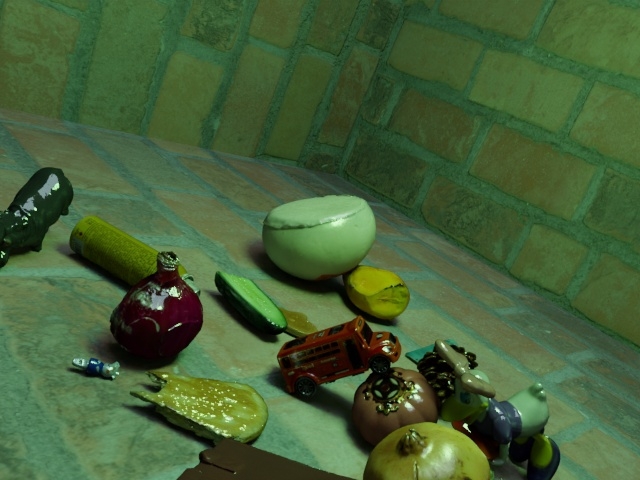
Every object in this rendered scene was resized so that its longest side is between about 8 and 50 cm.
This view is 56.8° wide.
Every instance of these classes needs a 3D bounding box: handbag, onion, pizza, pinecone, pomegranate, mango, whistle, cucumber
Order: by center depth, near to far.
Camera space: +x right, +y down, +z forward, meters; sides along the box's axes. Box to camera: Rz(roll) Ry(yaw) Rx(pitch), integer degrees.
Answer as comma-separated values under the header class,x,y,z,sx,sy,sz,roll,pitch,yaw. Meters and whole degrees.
class,x,y,z,sx,sy,sz,roll,pitch,yaw
handbag,-0.081,0.382,0.808,0.275,0.084,0.260,11,11,15
pomegranate,0.173,0.400,0.971,0.209,0.209,0.209,21,16,-6
whistle,-0.404,0.226,1.067,0.083,0.029,0.033,21,48,-22
pizza,-0.215,0.301,1.070,0.261,0.034,0.181,18,16,-18
onion,-0.308,0.127,1.177,0.139,0.218,0.195,31,19,24
pinecone,0.312,0.339,1.454,0.173,0.174,0.174,21,16,-6
cucumber,-0.174,0.169,1.498,0.115,0.063,0.244,14,17,-45
mango,0.166,0.153,1.889,0.187,0.138,0.257,-5,19,-15

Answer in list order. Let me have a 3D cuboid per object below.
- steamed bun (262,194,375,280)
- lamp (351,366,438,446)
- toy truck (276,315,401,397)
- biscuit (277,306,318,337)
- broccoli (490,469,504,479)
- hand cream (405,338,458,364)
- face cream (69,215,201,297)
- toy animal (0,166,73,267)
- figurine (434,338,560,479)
class,x,y,z,sx,sy,sz,roll,pitch,yaw
steamed bun,0.000,0.000,1.901,0.373,0.242,0.374,-9,13,2
lamp,0.155,0.348,1.214,0.181,0.140,0.182,-15,34,11
toy truck,0.040,0.239,1.261,0.252,0.114,0.107,-21,7,15
biscuit,-0.070,0.216,1.559,0.140,0.023,0.118,27,16,19
broccoli,0.323,0.479,1.123,0.096,0.092,0.095,6,-3,-3
hand cream,0.336,0.330,1.721,0.083,0.048,0.224,34,26,36
face cream,-0.440,0.058,1.429,0.348,0.105,0.105,27,17,16
toy animal,-0.674,-0.042,1.347,0.106,0.169,0.343,23,30,-6
figurine,0.374,0.360,1.232,0.420,0.193,0.154,30,13,-30
